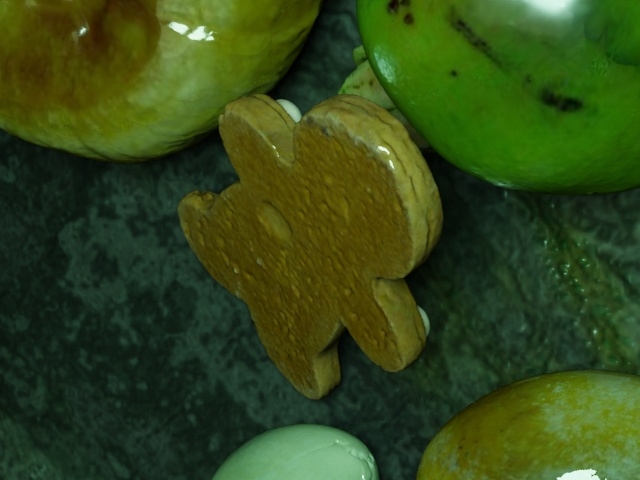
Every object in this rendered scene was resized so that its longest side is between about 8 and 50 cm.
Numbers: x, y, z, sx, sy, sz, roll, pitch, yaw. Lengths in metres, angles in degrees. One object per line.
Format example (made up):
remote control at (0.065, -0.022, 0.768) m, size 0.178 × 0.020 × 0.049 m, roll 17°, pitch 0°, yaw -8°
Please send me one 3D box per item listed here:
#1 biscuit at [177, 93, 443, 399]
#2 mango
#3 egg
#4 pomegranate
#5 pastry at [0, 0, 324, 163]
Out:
biscuit at (0.002, -0.002, 0.953) m, size 0.205 × 0.049 × 0.324 m, roll 54°, pitch 156°, yaw 9°
mango at (0.214, 0.182, 0.894) m, size 0.316 × 0.146 × 0.192 m, roll 10°, pitch 102°, yaw 8°
egg at (-0.021, 0.192, 1.043) m, size 0.152 × 0.114 × 0.114 m, roll -35°, pitch 81°, yaw 31°
pomegranate at (0.113, -0.121, 0.848) m, size 0.302 × 0.236 × 0.236 m, roll -33°, pitch 82°, yaw 50°
pastry at (-0.143, -0.224, 1.012) m, size 0.356 × 0.164 × 0.356 m, roll 5°, pitch 102°, yaw 24°
